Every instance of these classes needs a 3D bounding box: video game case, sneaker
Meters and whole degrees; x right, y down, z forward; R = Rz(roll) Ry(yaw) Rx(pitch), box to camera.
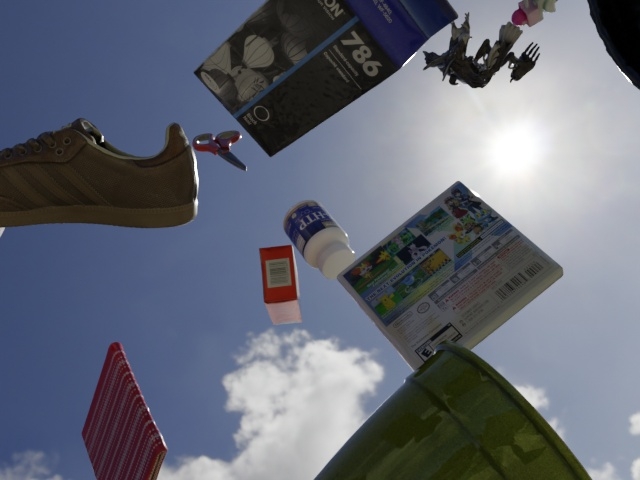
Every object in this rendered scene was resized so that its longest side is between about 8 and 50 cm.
[{"bbox_3d":[0.239,0.068,1.304,0.329,0.300,0.036,-38,-38,-3],"label":"video game case"},{"bbox_3d":[-0.178,-0.048,0.457,0.188,0.066,0.071,1,-77,-8],"label":"sneaker"}]

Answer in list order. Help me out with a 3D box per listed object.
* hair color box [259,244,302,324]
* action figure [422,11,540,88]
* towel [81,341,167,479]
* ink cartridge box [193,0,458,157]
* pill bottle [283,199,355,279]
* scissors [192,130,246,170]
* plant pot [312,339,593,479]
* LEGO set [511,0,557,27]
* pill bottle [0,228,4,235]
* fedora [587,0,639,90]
[{"bbox_3d":[-0.050,0.061,0.869,0.141,0.043,0.072,85,178,-71],"label":"hair color box"},{"bbox_3d":[0.315,-0.376,1.335,0.275,0.164,0.141,-15,-52,-45],"label":"action figure"},{"bbox_3d":[-0.312,0.312,1.060,0.031,0.275,0.199,9,-68,-36],"label":"towel"},{"bbox_3d":[-0.008,-0.244,0.850,0.165,0.332,0.065,47,-135,-15],"label":"ink cartridge box"},{"bbox_3d":[0.000,0.000,1.540,0.111,0.187,0.112,-18,-46,-21],"label":"pill bottle"},{"bbox_3d":[-0.211,-0.180,1.391,0.108,0.297,0.021,-9,-64,-7],"label":"scissors"},{"bbox_3d":[0.125,0.378,0.840,0.352,0.366,0.367,-34,-51,-10],"label":"plant pot"},{"bbox_3d":[0.180,-0.378,0.825,0.107,0.287,0.132,-25,-39,2],"label":"LEGO set"},{"bbox_3d":[-0.612,-0.050,1.020,0.228,0.407,0.229,8,-103,-37],"label":"pill bottle"},{"bbox_3d":[0.171,-0.192,0.165,0.152,0.334,0.334,13,-84,-35],"label":"fedora"}]
